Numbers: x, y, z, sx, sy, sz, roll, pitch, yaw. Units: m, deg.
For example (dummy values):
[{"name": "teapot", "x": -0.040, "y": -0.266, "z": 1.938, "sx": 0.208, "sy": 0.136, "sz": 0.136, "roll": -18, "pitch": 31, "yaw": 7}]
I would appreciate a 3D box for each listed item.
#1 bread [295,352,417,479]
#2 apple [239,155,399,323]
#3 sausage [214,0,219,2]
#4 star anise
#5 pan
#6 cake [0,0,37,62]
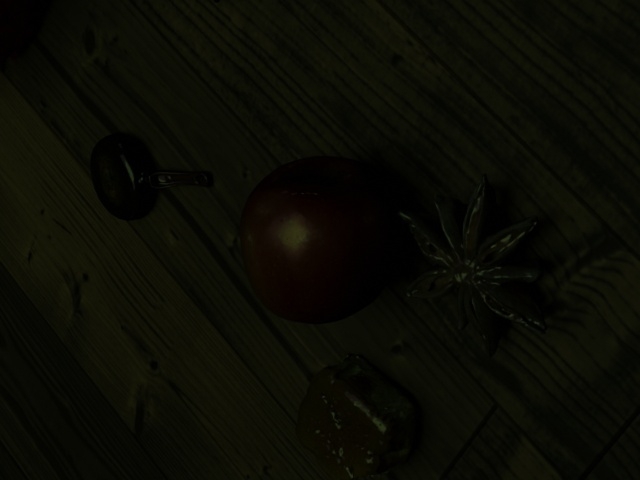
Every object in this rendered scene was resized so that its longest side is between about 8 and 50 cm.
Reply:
[{"name": "bread", "x": 0.040, "y": 0.209, "z": 1.744, "sx": 0.140, "sy": 0.069, "sz": 0.128, "roll": 37, "pitch": 125, "yaw": 32}, {"name": "apple", "x": 0.000, "y": 0.000, "z": 1.648, "sx": 0.181, "sy": 0.181, "sz": 0.168, "roll": 11, "pitch": 113, "yaw": 41}, {"name": "sausage", "x": -0.237, "y": -0.336, "z": 1.858, "sx": 0.371, "sy": 0.082, "sz": 0.082, "roll": 12, "pitch": 109, "yaw": 42}, {"name": "star anise", "x": 0.163, "y": 0.030, "z": 1.587, "sx": 0.195, "sy": 0.065, "sz": 0.182, "roll": -20, "pitch": 92, "yaw": 40}, {"name": "pan", "x": -0.221, "y": -0.076, "z": 1.936, "sx": 0.212, "sy": 0.040, "sz": 0.115, "roll": 6, "pitch": 110, "yaw": 43}, {"name": "cake", "x": -0.556, "y": -0.349, "z": 1.953, "sx": 0.269, "sy": 0.319, "sz": 0.270, "roll": 54, "pitch": 158, "yaw": 18}]
